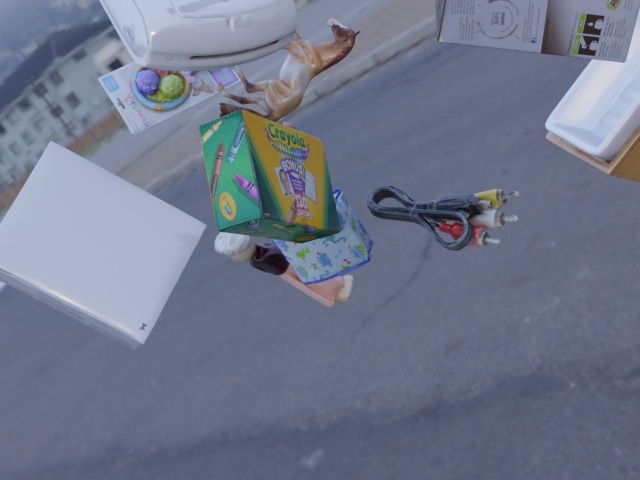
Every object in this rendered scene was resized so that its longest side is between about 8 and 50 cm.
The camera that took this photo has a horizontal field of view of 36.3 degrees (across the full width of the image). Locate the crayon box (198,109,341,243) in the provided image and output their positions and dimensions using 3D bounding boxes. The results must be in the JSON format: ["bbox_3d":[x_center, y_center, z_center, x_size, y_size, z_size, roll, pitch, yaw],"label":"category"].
[{"bbox_3d":[-0.073,-0.091,1.520,0.081,0.165,0.278,-16,-10,23],"label":"crayon box"}]

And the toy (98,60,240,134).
[{"bbox_3d":[-0.285,-0.315,1.858,0.237,0.137,0.056,-29,-14,-20],"label":"toy"}]

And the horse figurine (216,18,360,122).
[{"bbox_3d":[-0.070,-0.295,1.713,0.263,0.174,0.066,-58,-6,-9],"label":"horse figurine"}]

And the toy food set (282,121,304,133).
[{"bbox_3d":[-0.074,-0.264,2.591,0.071,0.128,0.218,-47,-7,10],"label":"toy food set"}]

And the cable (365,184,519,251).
[{"bbox_3d":[0.188,-0.032,1.634,0.287,0.072,0.139,0,51,44],"label":"cable"}]

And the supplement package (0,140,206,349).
[{"bbox_3d":[-0.339,0.013,1.469,0.204,0.262,0.145,-64,10,-16],"label":"supplement package"}]

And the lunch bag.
[{"bbox_3d":[0.000,0.000,1.737,0.151,0.129,0.096,-27,19,21],"label":"lunch bag"}]

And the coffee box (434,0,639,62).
[{"bbox_3d":[0.280,-0.316,1.294,0.246,0.098,0.141,6,31,0],"label":"coffee box"}]

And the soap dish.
[{"bbox_3d":[0.540,-0.247,1.661,0.291,0.118,0.229,-53,23,8],"label":"soap dish"}]

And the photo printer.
[{"bbox_3d":[-0.192,-0.370,1.398,0.256,0.307,0.107,-16,-28,-31],"label":"photo printer"}]

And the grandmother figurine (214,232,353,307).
[{"bbox_3d":[-0.090,0.057,2.304,0.208,0.342,0.104,-34,37,53],"label":"grandmother figurine"}]
